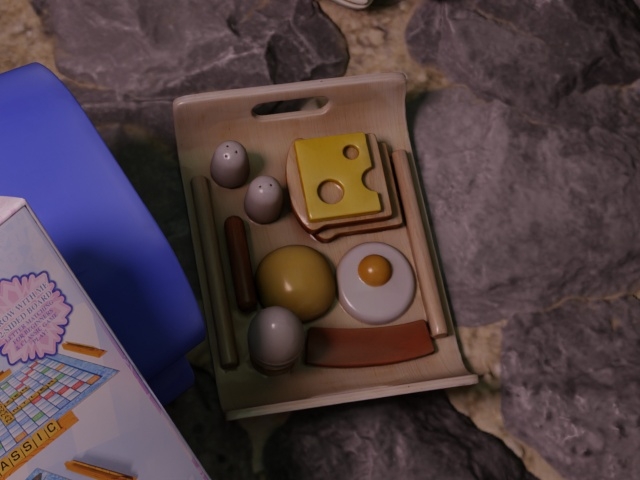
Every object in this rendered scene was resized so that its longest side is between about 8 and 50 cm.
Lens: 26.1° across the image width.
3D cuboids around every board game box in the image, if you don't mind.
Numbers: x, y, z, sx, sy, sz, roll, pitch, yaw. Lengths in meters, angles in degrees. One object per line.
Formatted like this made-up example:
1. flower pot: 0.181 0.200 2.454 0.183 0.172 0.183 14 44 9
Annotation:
1. board game box: -0.238 0.190 0.895 0.318 0.066 0.318 -42 117 -27

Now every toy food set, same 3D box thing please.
1. toy food set: 0.000 0.000 1.212 0.219 0.092 0.306 -8 69 -8

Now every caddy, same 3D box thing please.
1. caddy: -0.240 0.027 1.102 0.179 0.241 0.341 -29 73 -20

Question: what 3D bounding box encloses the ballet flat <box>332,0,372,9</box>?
1. ballet flat: 0.065 -0.284 1.333 0.348 0.123 0.123 -14 70 -9
